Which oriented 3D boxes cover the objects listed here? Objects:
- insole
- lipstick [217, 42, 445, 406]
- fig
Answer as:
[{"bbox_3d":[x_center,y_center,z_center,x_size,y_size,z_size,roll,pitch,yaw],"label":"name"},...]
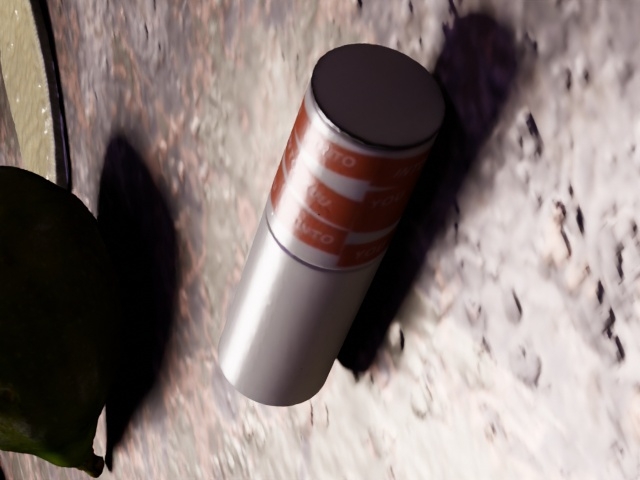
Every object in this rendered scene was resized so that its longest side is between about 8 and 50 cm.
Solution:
[{"bbox_3d":[-0.163,-0.130,0.847,0.081,0.011,0.248,137,122,-63],"label":"insole"},{"bbox_3d":[0.000,0.000,0.479,0.131,0.038,0.038,112,142,-50],"label":"lipstick"},{"bbox_3d":[-0.140,0.056,0.757,0.117,0.117,0.177,-127,26,-48],"label":"fig"}]
